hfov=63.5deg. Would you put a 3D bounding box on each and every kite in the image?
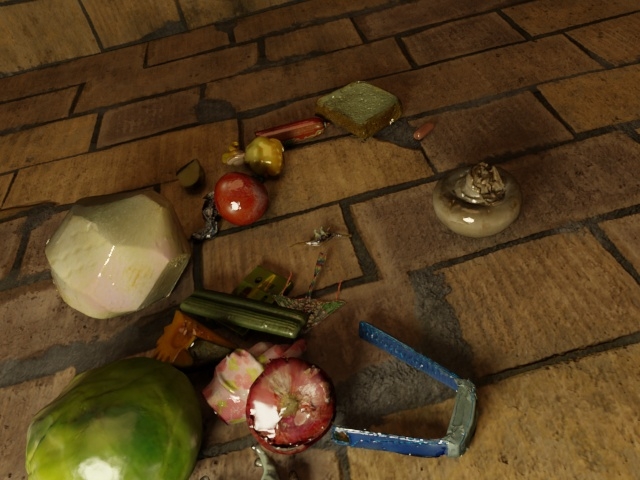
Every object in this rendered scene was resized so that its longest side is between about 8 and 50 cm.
[{"bbox_3d":[-0.028,0.128,1.292,0.198,0.006,0.244,9,55,7],"label":"kite"}]

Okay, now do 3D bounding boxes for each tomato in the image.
[{"bbox_3d":[-0.229,-0.124,1.515,0.167,0.167,0.167,-7,44,7],"label":"tomato"}]

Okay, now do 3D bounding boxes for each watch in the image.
[{"bbox_3d":[0.182,0.300,1.059,0.274,0.068,0.276,1,46,21],"label":"watch"}]

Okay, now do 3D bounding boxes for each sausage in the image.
[{"bbox_3d":[0.340,-0.361,1.698,0.034,0.034,0.083,30,60,36],"label":"sausage"},{"bbox_3d":[-0.095,-0.374,1.789,0.263,0.083,0.083,-15,44,-2],"label":"sausage"}]

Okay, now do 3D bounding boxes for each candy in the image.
[{"bbox_3d":[-0.342,-0.087,1.578,0.093,0.051,0.226,-7,46,14],"label":"candy"}]

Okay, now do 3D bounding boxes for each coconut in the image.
[{"bbox_3d":[-0.510,0.016,1.343,0.352,0.353,0.353,-7,44,7],"label":"coconut"}]

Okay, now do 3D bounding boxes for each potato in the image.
[{"bbox_3d":[-0.417,-0.201,1.706,0.096,0.066,0.103,-34,52,13],"label":"potato"}]

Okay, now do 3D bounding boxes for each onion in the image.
[{"bbox_3d":[-0.062,0.318,1.012,0.183,0.147,0.184,3,79,-17],"label":"onion"}]

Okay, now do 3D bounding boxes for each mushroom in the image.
[{"bbox_3d":[0.401,-0.112,1.330,0.226,0.178,0.227,-8,53,11],"label":"mushroom"}]

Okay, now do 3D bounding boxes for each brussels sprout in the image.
[{"bbox_3d":[-0.384,0.384,0.984,0.344,0.268,0.344,-22,25,11],"label":"brussels sprout"}]

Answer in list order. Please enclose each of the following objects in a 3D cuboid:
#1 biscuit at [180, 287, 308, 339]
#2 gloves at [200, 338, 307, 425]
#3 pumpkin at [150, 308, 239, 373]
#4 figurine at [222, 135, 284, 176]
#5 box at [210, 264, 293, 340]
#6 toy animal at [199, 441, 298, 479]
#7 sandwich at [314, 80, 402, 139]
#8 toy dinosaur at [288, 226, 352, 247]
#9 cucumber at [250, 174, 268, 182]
[{"bbox_3d":[-0.185,0.166,1.231,0.322,0.038,0.099,11,26,21],"label":"biscuit"},{"bbox_3d":[-0.128,0.283,1.109,0.241,0.126,0.145,-41,47,-17],"label":"gloves"},{"bbox_3d":[-0.286,0.263,1.189,0.131,0.149,0.254,-61,26,-8],"label":"pumpkin"},{"bbox_3d":[-0.216,-0.276,1.699,0.246,0.131,0.156,6,16,31],"label":"figurine"},{"bbox_3d":[-0.173,0.154,1.311,0.121,0.030,0.193,22,55,31],"label":"box"},{"bbox_3d":[-0.158,0.493,0.931,0.170,0.090,0.255,31,61,31],"label":"toy animal"},{"bbox_3d":[0.137,-0.461,1.811,0.226,0.087,0.251,-37,51,-20],"label":"sandwich"},{"bbox_3d":[-0.003,-0.010,1.428,0.180,0.037,0.058,-18,39,-5],"label":"toy dinosaur"},{"bbox_3d":[-0.249,-0.179,1.660,0.167,0.039,0.039,-24,45,-7],"label":"cucumber"}]
